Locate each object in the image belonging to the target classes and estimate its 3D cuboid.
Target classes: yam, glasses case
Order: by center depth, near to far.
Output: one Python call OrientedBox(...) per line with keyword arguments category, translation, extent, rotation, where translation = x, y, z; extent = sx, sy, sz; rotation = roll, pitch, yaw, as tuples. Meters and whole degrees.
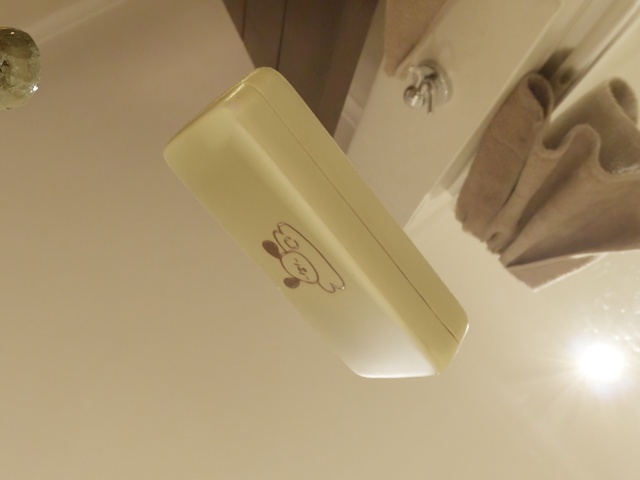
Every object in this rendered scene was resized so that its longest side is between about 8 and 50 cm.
OrientedBox(category="glasses case", translation=(0.000, 0.000, 0.565), extent=(0.313, 0.131, 0.070), rotation=(51, -126, -18))
OrientedBox(category="yam", translation=(-0.526, -0.235, 0.845), extent=(0.133, 0.330, 0.133), rotation=(4, -74, 14))
